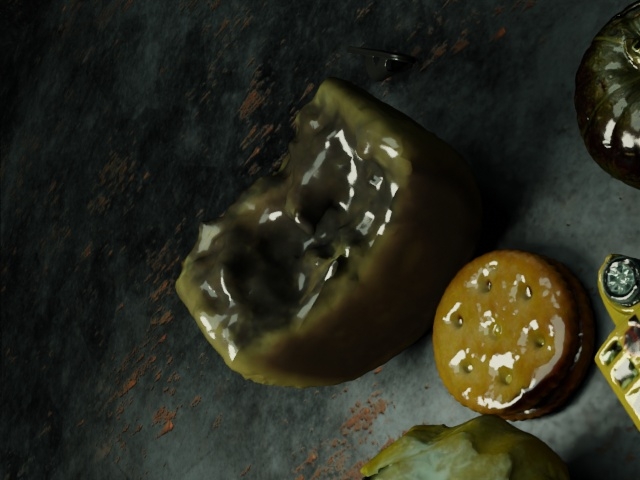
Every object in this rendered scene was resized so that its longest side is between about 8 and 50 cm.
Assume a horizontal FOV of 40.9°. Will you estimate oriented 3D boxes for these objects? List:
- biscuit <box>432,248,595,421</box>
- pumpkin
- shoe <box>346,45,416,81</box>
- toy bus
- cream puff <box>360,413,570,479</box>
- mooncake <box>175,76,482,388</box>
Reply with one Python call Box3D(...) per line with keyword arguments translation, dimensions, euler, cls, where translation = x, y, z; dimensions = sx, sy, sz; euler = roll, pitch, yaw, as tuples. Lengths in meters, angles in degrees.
Box3D(translation=(0.238, 0.117, 1.081), dimensions=(0.220, 0.066, 0.221), euler=(-21, 62, 45), cls="biscuit")
Box3D(translation=(0.385, -0.163, 0.927), dimensions=(0.238, 0.159, 0.238), euler=(-25, 57, 45), cls="pumpkin")
Box3D(translation=(0.097, -0.289, 1.415), dimensions=(0.159, 0.062, 0.053), euler=(30, 114, 51), cls="shoe")
Box3D(translation=(0.380, 0.163, 0.849), dimensions=(0.123, 0.121, 0.336), euler=(-55, 42, 33), cls="toy bus")
Box3D(translation=(0.180, 0.363, 0.959), dimensions=(0.274, 0.270, 0.323), euler=(-1, 74, 15), cls="cream puff")
Box3D(translation=(0.000, 0.000, 1.153), dimensions=(0.246, 0.394, 0.393), euler=(-127, 22, -49), cls="mooncake")
